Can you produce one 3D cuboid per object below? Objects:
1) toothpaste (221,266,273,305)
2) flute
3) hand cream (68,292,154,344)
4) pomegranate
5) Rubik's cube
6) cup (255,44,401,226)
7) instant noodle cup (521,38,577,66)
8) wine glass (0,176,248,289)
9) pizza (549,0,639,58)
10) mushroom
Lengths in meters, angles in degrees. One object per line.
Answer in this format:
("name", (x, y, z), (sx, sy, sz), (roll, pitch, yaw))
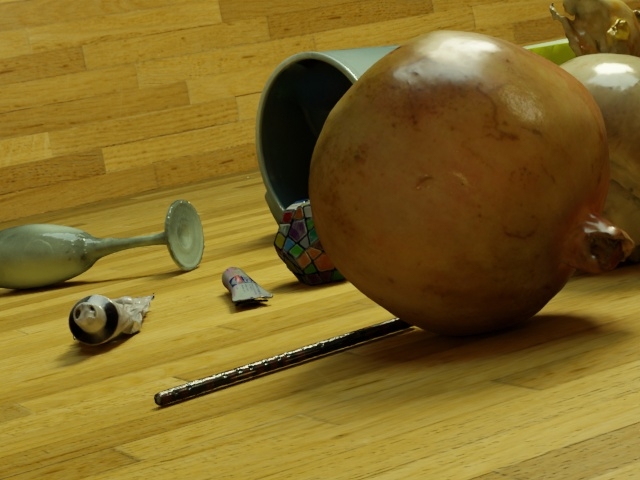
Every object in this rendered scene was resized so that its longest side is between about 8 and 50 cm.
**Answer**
("toothpaste", (-0.088, 0.052, 1.671), (0.045, 0.028, 0.170), (-4, 8, -11))
("flute", (-0.024, 0.099, 1.259), (0.269, 0.014, 0.014), (-15, 8, -33))
("hand cream", (-0.225, 0.078, 1.580), (0.084, 0.050, 0.257), (-8, 1, -2))
("pomegranate", (0.131, -0.042, 1.237), (0.270, 0.252, 0.229), (35, -3, 24))
("Rubik's cube", (0.000, 0.000, 1.697), (0.093, 0.111, 0.111), (21, 15, 13))
("cup", (0.098, -0.125, 2.152), (0.311, 0.331, 0.257), (-14, 41, -40))
("instant noodle cup", (0.344, -0.139, 1.801), (0.311, 0.221, 0.311), (-11, 7, 1))
("wine glass", (-0.285, -0.007, 2.133), (0.310, 0.096, 0.264), (-8, 9, 25))
("pizza", (0.357, -0.169, 1.619), (0.189, 0.297, 0.071), (-36, 7, -31))
("mushroom", (0.300, -0.076, 1.457), (0.184, 0.255, 0.255), (-50, 23, -19))
